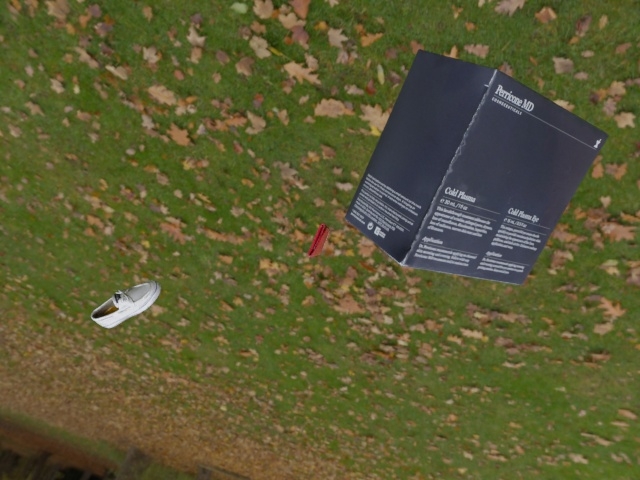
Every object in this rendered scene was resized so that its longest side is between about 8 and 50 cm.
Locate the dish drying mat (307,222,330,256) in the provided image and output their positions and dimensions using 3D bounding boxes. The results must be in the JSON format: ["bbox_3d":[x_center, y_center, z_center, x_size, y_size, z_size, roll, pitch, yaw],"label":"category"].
[{"bbox_3d":[0.000,0.000,0.470,0.008,0.032,0.083,24,-179,3],"label":"dish drying mat"}]

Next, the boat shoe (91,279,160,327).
[{"bbox_3d":[-0.262,0.082,0.675,0.100,0.035,0.035,-30,145,8],"label":"boat shoe"}]

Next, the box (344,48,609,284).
[{"bbox_3d":[0.272,-0.111,0.883,0.343,0.312,0.179,11,-159,-37],"label":"box"}]
